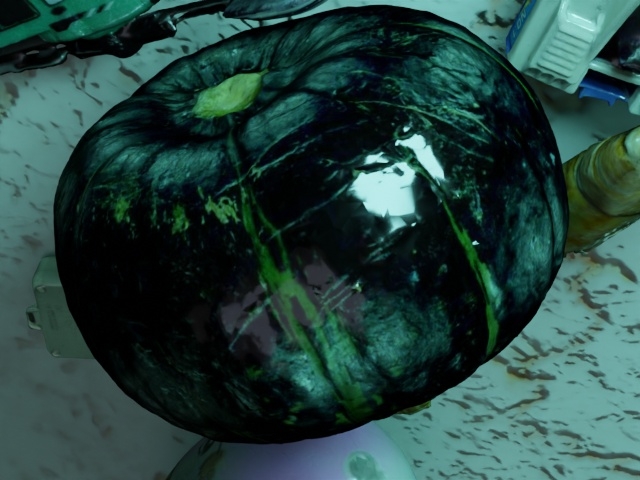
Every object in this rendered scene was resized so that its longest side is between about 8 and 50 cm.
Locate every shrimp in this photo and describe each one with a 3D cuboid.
[{"bbox_3d":[0.213,-0.032,1.200,0.169,0.058,0.296,-2,165,-27],"label":"shrimp"}]

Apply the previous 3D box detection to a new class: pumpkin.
[{"bbox_3d":[0.000,0.000,1.124,0.315,0.315,0.238,-15,110,24],"label":"pumpkin"}]

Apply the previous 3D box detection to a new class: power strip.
[{"bbox_3d":[-0.119,0.053,1.377,0.192,0.035,0.081,2,132,9],"label":"power strip"}]

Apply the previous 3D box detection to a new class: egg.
[{"bbox_3d":[-0.036,0.232,1.414,0.196,0.196,0.271,23,127,-10],"label":"egg"}]

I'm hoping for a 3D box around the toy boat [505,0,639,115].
[{"bbox_3d":[0.214,-0.187,1.047,0.129,0.088,0.295,17,135,-12],"label":"toy boat"}]

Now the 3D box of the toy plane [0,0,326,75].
[{"bbox_3d":[-0.121,-0.175,1.129,0.381,0.106,0.155,-16,133,23],"label":"toy plane"}]
